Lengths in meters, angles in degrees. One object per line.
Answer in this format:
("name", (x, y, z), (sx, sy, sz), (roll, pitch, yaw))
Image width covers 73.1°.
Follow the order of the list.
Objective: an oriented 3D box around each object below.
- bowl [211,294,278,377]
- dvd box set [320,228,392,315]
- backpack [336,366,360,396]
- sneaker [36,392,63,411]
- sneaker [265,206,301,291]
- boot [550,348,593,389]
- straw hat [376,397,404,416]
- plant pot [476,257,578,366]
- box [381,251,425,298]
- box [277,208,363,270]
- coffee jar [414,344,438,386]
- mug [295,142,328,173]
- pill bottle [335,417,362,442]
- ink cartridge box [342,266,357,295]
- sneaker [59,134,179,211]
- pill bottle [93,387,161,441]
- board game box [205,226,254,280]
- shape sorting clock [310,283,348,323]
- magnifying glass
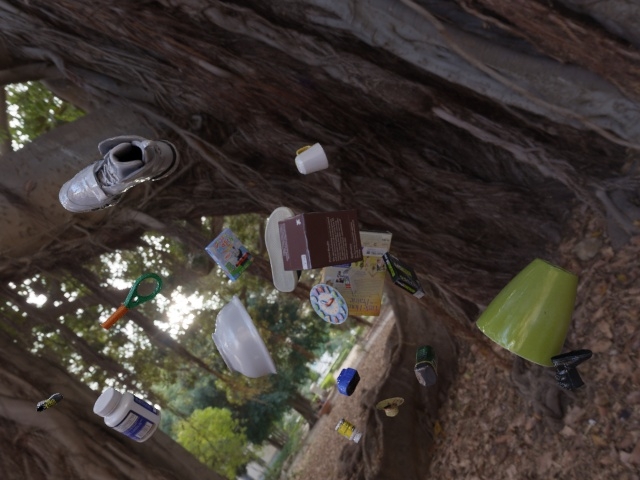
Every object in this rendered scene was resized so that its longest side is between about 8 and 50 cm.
("bowl", (-0.268, 0.338, 1.427), (0.134, 0.298, 0.298), (-28, -19, -16))
("dvd box set", (0.161, 0.153, 2.061), (0.062, 0.308, 0.420), (-125, 40, -73))
("backpack", (0.131, 0.704, 2.138), (0.120, 0.101, 0.098), (-56, -45, -34))
("sneaker", (-0.839, 0.507, 1.338), (0.083, 0.031, 0.035), (-29, 20, -6))
("sneaker", (-0.139, 0.024, 1.740), (0.148, 0.131, 0.350), (-59, -28, -67))
("boot", (0.754, 0.383, 1.280), (0.121, 0.099, 0.045), (-21, 0, 17))
("straw hat", (0.355, 0.841, 2.151), (0.144, 0.061, 0.144), (-15, -2, 0))
("plant pot", (0.717, 0.217, 1.444), (0.293, 0.275, 0.275), (-68, -11, 13))
("box", (0.380, 0.159, 1.976), (0.045, 0.191, 0.184), (-43, 34, 24))
("box", (0.000, 0.000, 1.359), (0.203, 0.168, 0.167), (-6, -2, -32))
("coffee jar", (0.436, 0.514, 1.776), (0.079, 0.096, 0.184), (-24, 6, 20))
("mug", (-0.025, -0.185, 1.004), (0.064, 0.062, 0.078), (-26, 16, -8))
("pill bottle", (0.132, 0.880, 1.995), (0.065, 0.116, 0.065), (-54, -16, -23))
("ink cartridge box", (0.134, 0.186, 1.952), (0.063, 0.029, 0.115), (-34, -65, -59))
("sneaker", (-0.591, -0.191, 1.207), (0.366, 0.137, 0.210), (-25, 4, -2))
("pill bottle", (-0.617, 0.552, 1.378), (0.112, 0.186, 0.112), (-29, 32, 20))
("board game box", (-0.440, 0.067, 2.113), (0.039, 0.211, 0.160), (-14, 30, 47))
("shape sorting clock", (0.036, 0.285, 1.928), (0.040, 0.206, 0.206), (-29, -28, -45))
("magnifying glass", (-0.621, 0.200, 1.422), (0.231, 0.026, 0.092), (-48, -41, -19))
